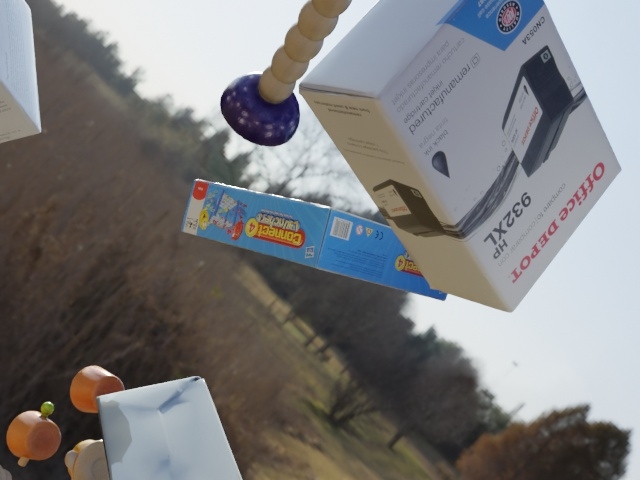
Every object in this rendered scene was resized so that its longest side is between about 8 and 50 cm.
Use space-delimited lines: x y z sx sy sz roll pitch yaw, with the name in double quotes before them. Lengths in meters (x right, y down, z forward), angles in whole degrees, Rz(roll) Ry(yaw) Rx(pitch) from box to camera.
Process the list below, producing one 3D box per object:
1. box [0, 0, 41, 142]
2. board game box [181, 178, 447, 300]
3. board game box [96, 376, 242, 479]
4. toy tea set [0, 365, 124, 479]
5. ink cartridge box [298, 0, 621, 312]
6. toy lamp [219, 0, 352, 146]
"box" -0.413 -0.195 1.098 0.119 0.181 0.181 71 6 -64
"board game box" 0.000 0.000 1.569 0.302 0.086 0.308 13 -2 44
"board game box" -0.101 0.295 0.799 0.224 0.098 0.303 -128 -149 -65
"toy tea set" -0.434 0.337 1.583 0.124 0.336 0.200 4 -57 48
"ink cartridge box" 0.156 -0.112 1.050 0.129 0.223 0.307 19 -28 50
"toy lamp" 0.007 -0.175 0.752 0.080 0.080 0.274 45 -41 7
